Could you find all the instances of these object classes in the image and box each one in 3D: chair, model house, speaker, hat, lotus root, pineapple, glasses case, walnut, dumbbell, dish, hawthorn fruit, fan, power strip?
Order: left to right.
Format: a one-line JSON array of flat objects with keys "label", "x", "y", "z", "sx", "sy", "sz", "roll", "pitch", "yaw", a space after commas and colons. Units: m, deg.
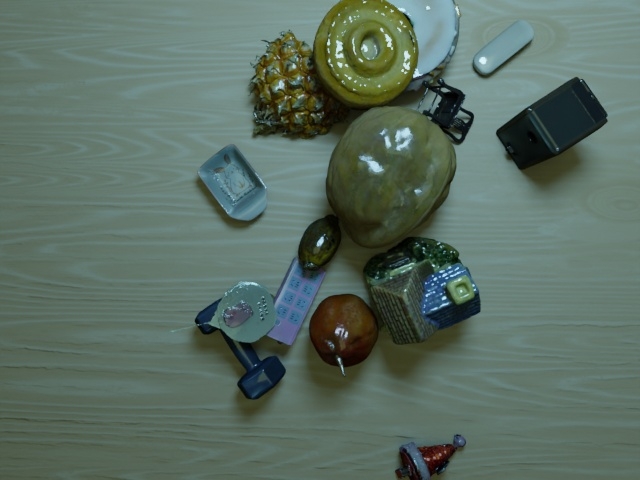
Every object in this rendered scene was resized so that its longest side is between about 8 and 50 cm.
[{"label": "fan", "x": -0.282, "y": 0.226, "z": 1.196, "sx": 0.310, "sy": 0.010, "sz": 0.182, "roll": -14, "pitch": 82, "yaw": -16}, {"label": "dish", "x": -0.265, "y": -0.173, "z": 1.313, "sx": 0.154, "sy": 0.064, "sz": 0.234, "roll": -37, "pitch": 87, "yaw": 3}, {"label": "dumbbell", "x": -0.247, "y": 0.326, "z": 1.271, "sx": 0.143, "sy": 0.156, "sz": 0.316, "roll": -37, "pitch": 87, "yaw": 32}, {"label": "pineapple", "x": -0.109, "y": -0.433, "z": 1.233, "sx": 0.286, "sy": 0.209, "sz": 0.344, "roll": -42, "pitch": 89, "yaw": 2}, {"label": "power strip", "x": -0.085, "y": 0.186, "z": 1.278, "sx": 0.109, "sy": 0.037, "sz": 0.279, "roll": 28, "pitch": 80, "yaw": -16}, {"label": "lotus root", "x": 0.000, "y": 0.000, "z": 1.260, "sx": 0.120, "sy": 0.120, "sz": 0.210, "roll": 24, "pitch": 62, "yaw": 3}, {"label": "hawthorn fruit", "x": 0.067, "y": 0.277, "z": 1.188, "sx": 0.210, "sy": 0.262, "sz": 0.211, "roll": 1, "pitch": 112, "yaw": 4}, {"label": "walnut", "x": 0.189, "y": -0.185, "z": 1.153, "sx": 0.383, "sy": 0.383, "sz": 0.384, "roll": 0, "pitch": 90, "yaw": 4}, {"label": "model house", "x": 0.290, "y": 0.132, "z": 1.180, "sx": 0.321, "sy": 0.266, "sz": 0.261, "roll": -23, "pitch": 92, "yaw": 3}, {"label": "hat", "x": 0.347, "y": 0.666, "z": 1.263, "sx": 0.227, "sy": 0.129, "sz": 0.140, "roll": -18, "pitch": 130, "yaw": -13}, {"label": "chair", "x": 0.384, "y": -0.369, "z": 1.201, "sx": 0.229, "sy": 0.113, "sz": 0.106, "roll": 20, "pitch": 102, "yaw": -23}, {"label": "glasses case", "x": 0.564, "y": -0.594, "z": 1.269, "sx": 0.204, "sy": 0.051, "sz": 0.081, "roll": -37, "pitch": 87, "yaw": 3}, {"label": "speaker", "x": 0.646, "y": -0.324, "z": 1.173, "sx": 0.192, "sy": 0.231, "sz": 0.153, "roll": -32, "pitch": 88, "yaw": 3}]

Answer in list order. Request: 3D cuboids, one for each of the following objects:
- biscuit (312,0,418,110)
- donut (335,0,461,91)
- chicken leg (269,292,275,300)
[{"label": "biscuit", "x": 0.126, "y": -0.506, "z": 1.109, "sx": 0.296, "sy": 0.102, "sz": 0.297, "roll": -1, "pitch": 96, "yaw": -11}, {"label": "donut", "x": 0.223, "y": -0.621, "z": 1.245, "sx": 0.382, "sy": 0.142, "sz": 0.383, "roll": 0, "pitch": 90, "yaw": 4}, {"label": "chicken leg", "x": -0.151, "y": 0.224, "z": 1.307, "sx": 0.178, "sy": 0.070, "sz": 0.093, "roll": 27, "pitch": 74, "yaw": -8}]
